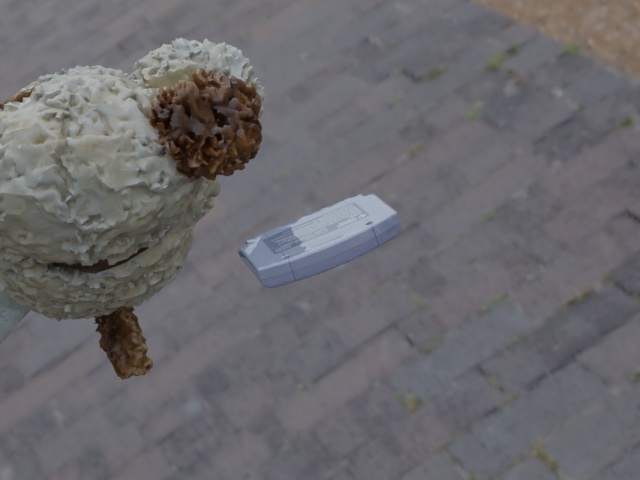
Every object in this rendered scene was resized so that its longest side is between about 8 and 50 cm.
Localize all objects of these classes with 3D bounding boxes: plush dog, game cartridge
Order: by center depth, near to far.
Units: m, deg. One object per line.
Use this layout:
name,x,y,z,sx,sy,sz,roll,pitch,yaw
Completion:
game cartridge,0.000,0.000,0.815,0.083,0.017,0.056,-22,19,-9
plush dog,-0.148,-0.030,0.917,0.263,0.210,0.225,-11,-13,-6
